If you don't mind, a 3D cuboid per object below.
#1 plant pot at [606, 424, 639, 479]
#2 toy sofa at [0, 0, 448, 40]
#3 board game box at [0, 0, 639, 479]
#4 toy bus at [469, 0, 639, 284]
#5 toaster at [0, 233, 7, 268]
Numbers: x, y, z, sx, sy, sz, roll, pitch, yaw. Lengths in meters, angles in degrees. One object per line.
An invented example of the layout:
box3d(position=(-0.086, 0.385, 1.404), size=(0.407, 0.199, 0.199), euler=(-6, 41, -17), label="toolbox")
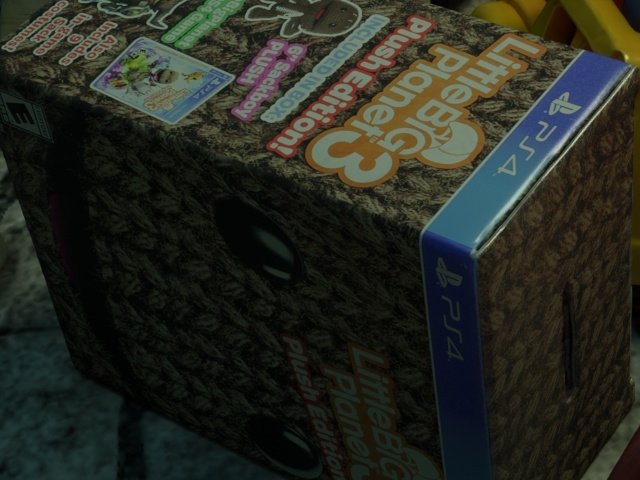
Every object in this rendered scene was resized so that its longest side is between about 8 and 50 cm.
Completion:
box3d(position=(0.269, 0.089, 0.664), size=(0.275, 0.275, 0.243), euler=(11, 35, 20), label="plant pot")
box3d(position=(-0.061, -0.217, 1.147), size=(0.362, 0.177, 0.150), euler=(3, 19, 13), label="toy sofa")
box3d(position=(0.000, 0.000, 0.811), size=(0.291, 0.232, 0.141), euler=(22, 51, 30), label="board game box")
box3d(position=(0.171, -0.114, 0.901), size=(0.149, 0.211, 0.220), euler=(1, 38, -17), label="toy bus")
box3d(position=(-0.306, 0.012, 0.942), size=(0.185, 0.110, 0.168), euler=(12, 45, 22), label="toaster")
